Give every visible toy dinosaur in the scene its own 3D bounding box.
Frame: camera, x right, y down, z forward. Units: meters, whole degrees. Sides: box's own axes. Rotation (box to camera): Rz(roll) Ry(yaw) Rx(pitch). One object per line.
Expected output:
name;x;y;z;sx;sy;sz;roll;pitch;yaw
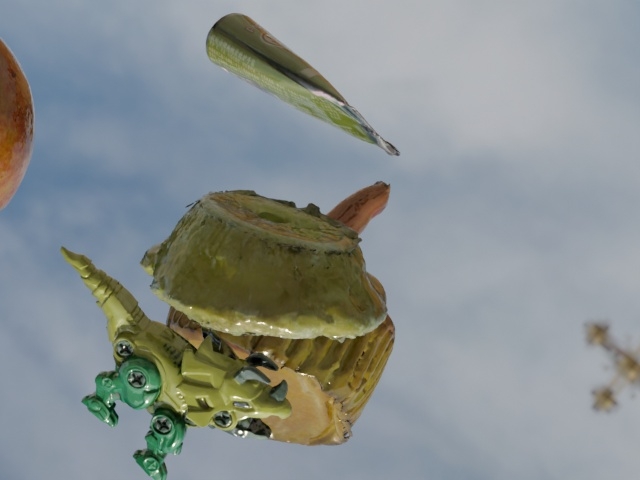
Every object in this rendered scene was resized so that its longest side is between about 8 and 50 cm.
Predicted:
toy dinosaur;-0.158;0.113;1.619;0.259;0.153;0.094;39;-156;-4

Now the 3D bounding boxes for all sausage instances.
sausage;0.001;0.001;1.696;0.040;0.047;0.177;37;-122;24

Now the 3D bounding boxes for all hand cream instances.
hand cream;-0.023;-0.144;1.566;0.235;0.055;0.086;35;177;41

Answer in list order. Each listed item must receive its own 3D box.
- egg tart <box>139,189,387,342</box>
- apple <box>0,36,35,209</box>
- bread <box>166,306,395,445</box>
egg tart;-0.033;0.017;1.291;0.197;0.078;0.197;13;-165;-4
apple;-0.409;-0.170;1.796;0.293;0.163;0.251;40;-160;14
bread;-0.044;0.106;1.825;0.227;0.253;0.142;25;-115;10
